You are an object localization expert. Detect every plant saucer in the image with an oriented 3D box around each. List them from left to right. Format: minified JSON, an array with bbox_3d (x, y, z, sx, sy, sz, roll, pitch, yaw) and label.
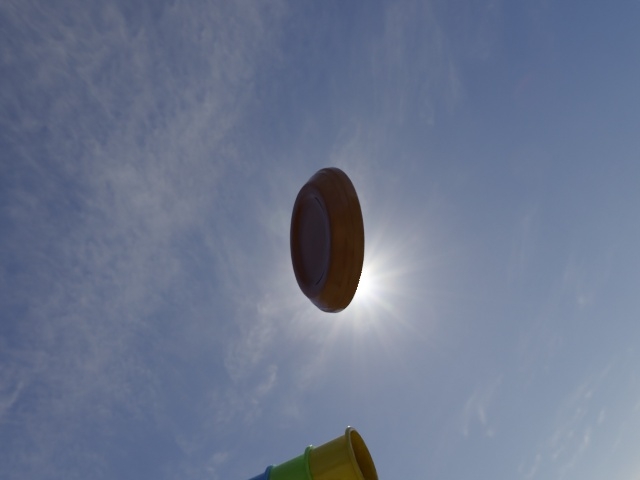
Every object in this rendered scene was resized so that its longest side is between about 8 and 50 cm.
[{"bbox_3d":[0.000,0.000,0.740,0.037,0.200,0.200,0,-59,-22],"label":"plant saucer"}]

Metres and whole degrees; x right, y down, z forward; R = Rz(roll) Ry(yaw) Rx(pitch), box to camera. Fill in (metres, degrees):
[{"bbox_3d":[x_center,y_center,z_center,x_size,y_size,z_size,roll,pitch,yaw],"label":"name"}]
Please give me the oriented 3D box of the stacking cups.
[{"bbox_3d":[-0.079,0.362,0.731,0.316,0.096,0.096,-28,-40,7],"label":"stacking cups"}]
